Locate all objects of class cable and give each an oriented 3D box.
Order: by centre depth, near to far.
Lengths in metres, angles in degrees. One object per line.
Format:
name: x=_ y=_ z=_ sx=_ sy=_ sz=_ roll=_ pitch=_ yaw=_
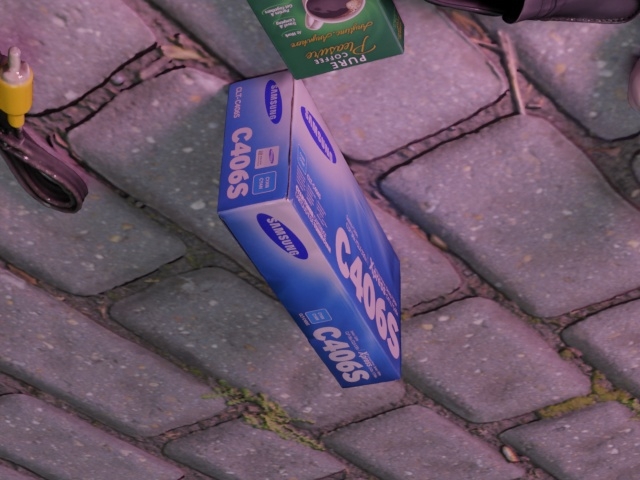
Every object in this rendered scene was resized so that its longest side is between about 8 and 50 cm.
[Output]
cable: x=-0.326 y=-0.105 z=1.205 sx=0.139 sy=0.072 sz=0.287 roll=3 pitch=145 yaw=8

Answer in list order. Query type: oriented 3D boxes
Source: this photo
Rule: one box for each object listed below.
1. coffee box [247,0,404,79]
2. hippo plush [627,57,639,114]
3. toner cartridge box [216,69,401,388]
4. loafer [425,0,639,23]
coffee box: x=-0.007 y=-0.223 z=1.051 sx=0.113 sy=0.040 sz=0.184 roll=-13 pitch=141 yaw=20
hippo plush: x=0.400 y=-0.084 z=1.057 sx=0.234 sy=0.237 sz=0.294 roll=-5 pitch=144 yaw=9
toner cartridge box: x=0.000 y=0.000 z=1.257 sx=0.075 sy=0.165 sz=0.348 roll=-12 pitch=143 yaw=17
loafer: x=0.172 y=-0.214 z=1.022 sx=0.223 sy=0.078 sz=0.076 roll=9 pitch=144 yaw=-10
